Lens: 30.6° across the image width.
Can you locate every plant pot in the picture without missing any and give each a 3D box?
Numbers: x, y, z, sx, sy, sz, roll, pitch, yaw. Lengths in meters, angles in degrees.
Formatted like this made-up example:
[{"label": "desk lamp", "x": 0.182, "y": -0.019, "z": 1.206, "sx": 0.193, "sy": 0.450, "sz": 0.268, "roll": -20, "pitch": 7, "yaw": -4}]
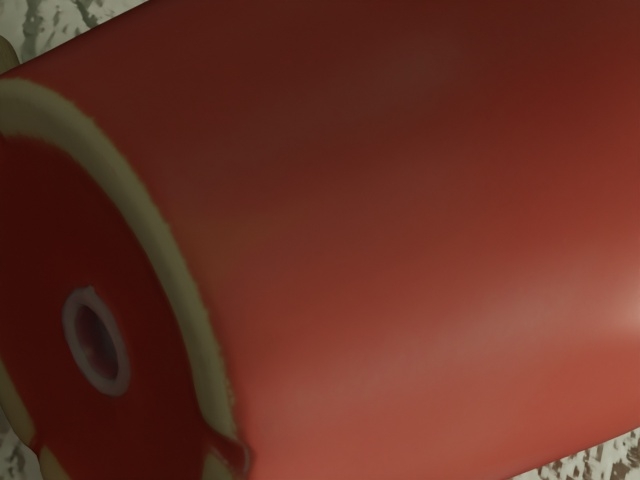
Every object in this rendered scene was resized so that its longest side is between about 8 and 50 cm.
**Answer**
[{"label": "plant pot", "x": 0.000, "y": 0.000, "z": 0.489, "sx": 0.243, "sy": 0.275, "sz": 0.275, "roll": -22, "pitch": 76, "yaw": -37}]

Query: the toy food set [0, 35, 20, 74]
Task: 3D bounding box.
[{"label": "toy food set", "x": -0.211, "y": -0.047, "z": 0.522, "sx": 0.232, "sy": 0.111, "sz": 0.105, "roll": -10, "pitch": 58, "yaw": -28}]
